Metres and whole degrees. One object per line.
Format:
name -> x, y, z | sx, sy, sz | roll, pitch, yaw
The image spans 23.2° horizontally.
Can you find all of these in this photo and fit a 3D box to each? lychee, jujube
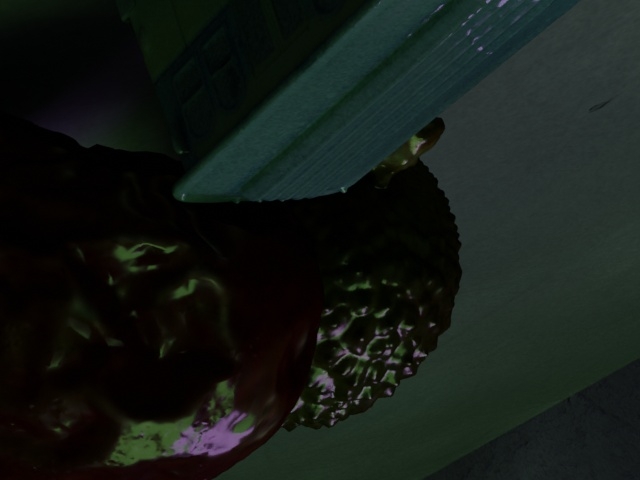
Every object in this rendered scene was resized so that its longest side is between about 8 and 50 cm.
lychee -> -0.006, 0.009, 1.324 | 0.320, 0.270, 0.270 | -58, 154, 4
jujube -> -0.191, 0.046, 1.127 | 0.377, 0.276, 0.276 | 18, 171, 17

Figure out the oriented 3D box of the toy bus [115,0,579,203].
toy bus -> 0.015, -0.163, 0.960 | 0.152, 0.190, 0.312 | -5, 158, -38
